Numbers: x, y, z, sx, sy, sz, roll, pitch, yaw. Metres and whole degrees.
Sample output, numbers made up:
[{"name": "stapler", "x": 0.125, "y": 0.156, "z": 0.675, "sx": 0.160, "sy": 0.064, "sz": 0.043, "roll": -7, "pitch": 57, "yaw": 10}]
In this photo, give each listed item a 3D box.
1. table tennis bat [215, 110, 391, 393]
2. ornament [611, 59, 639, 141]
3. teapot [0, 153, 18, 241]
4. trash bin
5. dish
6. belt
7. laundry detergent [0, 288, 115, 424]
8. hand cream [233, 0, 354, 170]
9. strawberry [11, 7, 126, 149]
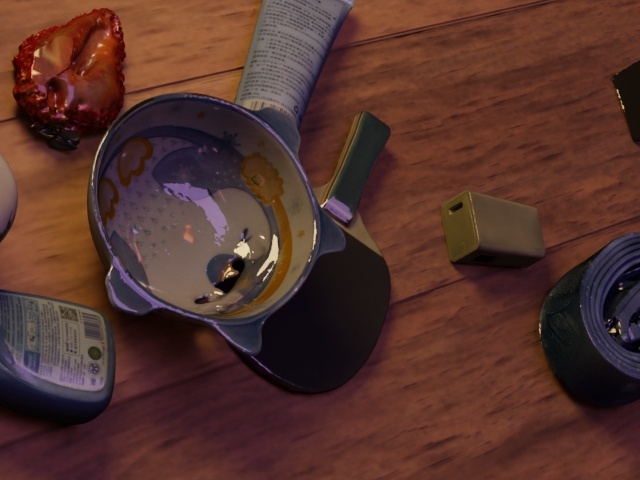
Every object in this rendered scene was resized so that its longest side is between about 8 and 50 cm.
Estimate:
[{"name": "table tennis bat", "x": 0.000, "y": 0.000, "z": 1.704, "sx": 0.173, "sy": 0.022, "sz": 0.301, "roll": 35, "pitch": 52, "yaw": -17}, {"name": "ornament", "x": 0.419, "y": -0.158, "z": 2.061, "sx": 0.203, "sy": 0.081, "sz": 0.088, "roll": 0, "pitch": 68, "yaw": -37}, {"name": "teapot", "x": -0.304, "y": -0.030, "z": 1.424, "sx": 0.145, "sy": 0.092, "sz": 0.226, "roll": 20, "pitch": 40, "yaw": 18}, {"name": "trash bin", "x": 0.166, "y": -0.009, "z": 1.821, "sx": 0.092, "sy": 0.043, "sz": 0.061, "roll": 7, "pitch": 64, "yaw": -36}, {"name": "dish", "x": -0.103, "y": -0.002, "z": 1.579, "sx": 0.236, "sy": 0.086, "sz": 0.228, "roll": -21, "pitch": 80, "yaw": -35}, {"name": "belt", "x": 0.296, "y": 0.075, "z": 1.849, "sx": 0.141, "sy": 0.082, "sz": 0.190, "roll": 52, "pitch": 48, "yaw": 0}, {"name": "laundry detergent", "x": -0.256, "y": 0.076, "z": 1.445, "sx": 0.206, "sy": 0.061, "sz": 0.097, "roll": 17, "pitch": 61, "yaw": -30}, {"name": "hand cream", "x": -0.033, "y": -0.152, "z": 1.738, "sx": 0.091, "sy": 0.058, "sz": 0.271, "roll": 25, "pitch": 50, "yaw": -11}, {"name": "strawberry", "x": -0.203, "y": -0.142, "z": 1.607, "sx": 0.104, "sy": 0.048, "sz": 0.152, "roll": 39, "pitch": 53, "yaw": -20}]
